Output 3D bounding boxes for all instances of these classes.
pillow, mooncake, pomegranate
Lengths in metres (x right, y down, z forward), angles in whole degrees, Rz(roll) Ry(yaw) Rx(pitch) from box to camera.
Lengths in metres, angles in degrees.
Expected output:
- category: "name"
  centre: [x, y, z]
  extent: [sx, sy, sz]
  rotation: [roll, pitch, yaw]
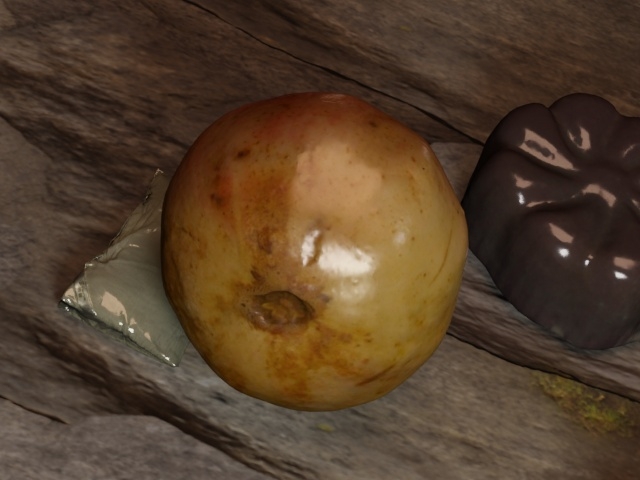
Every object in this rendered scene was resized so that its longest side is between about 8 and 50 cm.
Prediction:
- category: "pillow"
  centre: [-0.169, 0.027, 1.899]
  extent: [0.148, 0.050, 0.230]
  rotation: [35, 52, -2]
- category: "mooncake"
  centre: [0.317, -0.027, 2.034]
  extent: [0.306, 0.154, 0.306]
  rotation: [7, 52, -9]
- category: "pomegranate"
  centre: [0.000, 0.000, 1.790]
  extent: [0.338, 0.338, 0.338]
  rotation: [9, 51, -11]
